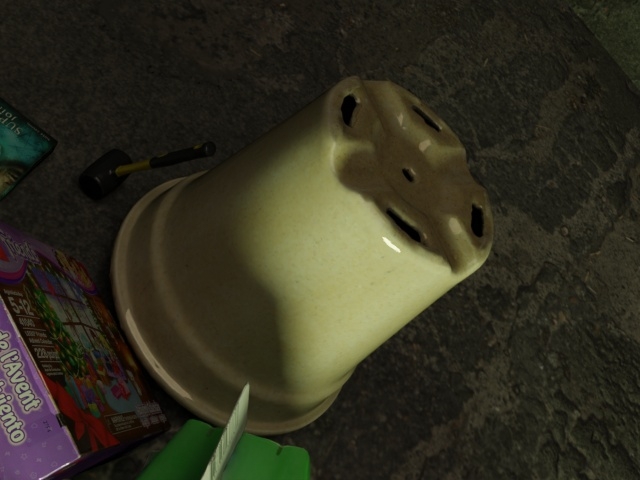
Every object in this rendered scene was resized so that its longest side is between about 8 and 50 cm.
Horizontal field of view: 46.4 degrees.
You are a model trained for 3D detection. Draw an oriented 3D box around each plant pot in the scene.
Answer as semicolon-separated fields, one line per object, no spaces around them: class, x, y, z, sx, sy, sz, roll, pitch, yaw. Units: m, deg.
plant pot;0.000;0.000;0.798;0.334;0.305;0.333;26;46;-30

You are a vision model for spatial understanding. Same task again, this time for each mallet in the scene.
mallet;-0.186;-0.090;0.834;0.039;0.190;0.062;63;33;-26

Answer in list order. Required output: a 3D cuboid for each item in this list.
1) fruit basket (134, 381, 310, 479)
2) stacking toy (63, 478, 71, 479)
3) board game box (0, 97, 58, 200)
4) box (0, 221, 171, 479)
fruit basket;-0.119;0.328;0.553;0.166;0.327;0.353;17;49;18
stacking toy;-0.299;0.313;0.525;0.141;0.141;0.330;45;51;-5
board game box;-0.396;-0.125;0.797;0.186;0.026;0.126;38;45;-11
box;-0.222;0.092;0.624;0.057;0.293;0.200;-31;81;-5
